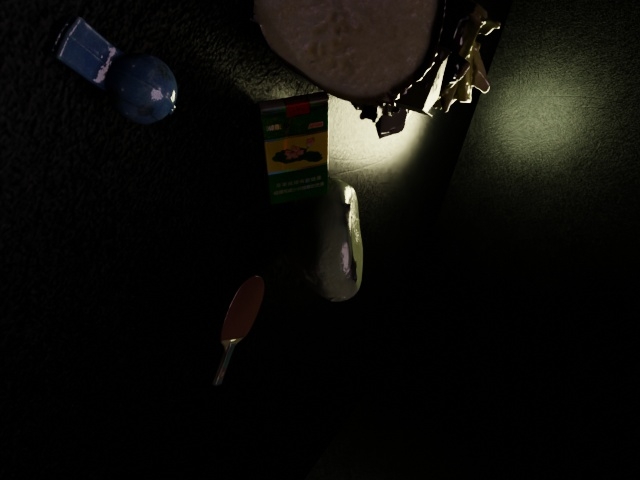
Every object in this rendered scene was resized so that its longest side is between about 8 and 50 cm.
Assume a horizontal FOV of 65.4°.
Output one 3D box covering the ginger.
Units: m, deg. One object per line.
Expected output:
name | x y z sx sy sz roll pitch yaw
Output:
ginger | 0.437 -0.564 1.504 0.413 0.212 0.357 -96 -163 -74

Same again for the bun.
bun | 0.000 0.000 1.207 0.293 0.188 0.292 -2 90 -80

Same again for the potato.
potato | 0.042 -0.431 0.860 0.397 0.290 0.296 56 17 -24

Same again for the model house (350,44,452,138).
model house | 0.160 -0.337 1.181 0.243 0.212 0.204 -53 154 -38

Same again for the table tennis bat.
table tennis bat | -0.198 0.209 1.162 0.274 0.021 0.154 -69 160 2

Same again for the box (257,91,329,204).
box | -0.049 -0.176 0.987 0.133 0.034 0.235 -12 139 -10

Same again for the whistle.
whistle | -0.221 -0.187 0.584 0.090 0.090 0.158 -65 160 -4
